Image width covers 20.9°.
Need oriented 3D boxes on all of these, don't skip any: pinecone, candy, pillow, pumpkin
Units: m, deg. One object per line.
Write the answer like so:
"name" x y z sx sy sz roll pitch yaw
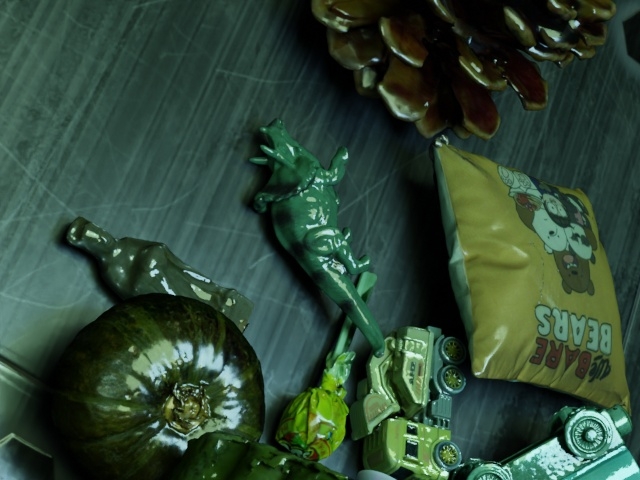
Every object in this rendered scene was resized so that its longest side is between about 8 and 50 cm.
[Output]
"pinecone" 0.195 -0.320 2.031 0.384 0.384 0.384 11 69 -31
"candy" 0.021 0.135 1.953 0.073 0.077 0.262 28 52 -7
"pillow" 0.256 0.047 2.082 0.310 0.119 0.312 19 57 -47
"pumpkin" -0.163 0.161 1.754 0.224 0.157 0.223 -1 92 -25

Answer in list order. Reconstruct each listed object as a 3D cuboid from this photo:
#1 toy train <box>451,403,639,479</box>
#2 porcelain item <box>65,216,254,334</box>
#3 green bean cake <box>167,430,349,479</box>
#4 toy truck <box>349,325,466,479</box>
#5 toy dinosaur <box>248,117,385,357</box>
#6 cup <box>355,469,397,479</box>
"toy train" 0.265 0.291 2.001 0.248 0.101 0.159 -28 93 -7
"porcelain item" -0.175 0.040 1.848 0.216 0.069 0.081 36 63 -14
"green bean cake" -0.012 0.361 1.640 0.218 0.335 0.319 -59 143 -25
"toy truck" 0.094 0.185 1.968 0.116 0.085 0.191 16 63 -21
"toy dinosaur" 0.013 -0.008 1.976 0.120 0.079 0.292 -34 89 -31
"cup" 0.039 0.308 1.908 0.104 0.074 0.116 31 62 5
